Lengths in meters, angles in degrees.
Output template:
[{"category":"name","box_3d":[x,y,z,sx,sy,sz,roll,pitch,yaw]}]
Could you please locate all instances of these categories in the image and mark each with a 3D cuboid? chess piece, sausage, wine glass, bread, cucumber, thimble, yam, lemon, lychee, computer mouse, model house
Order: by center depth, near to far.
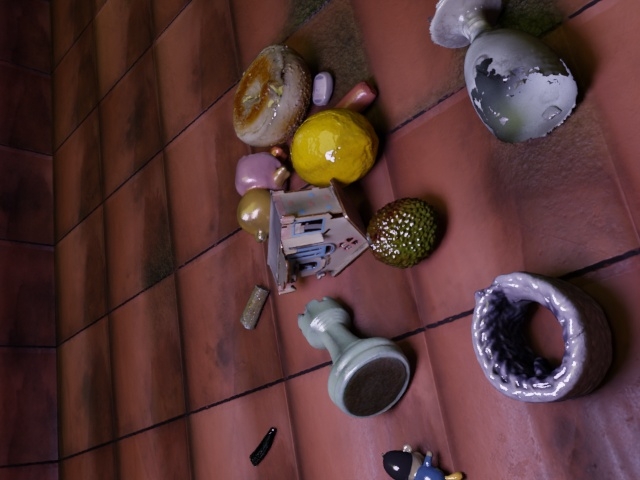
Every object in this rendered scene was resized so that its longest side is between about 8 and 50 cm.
[{"category":"thimble","box_3d":[0.402,0.176,1.182,0.217,0.157,0.245,-49,52,26]},{"category":"wine glass","box_3d":[0.365,-0.364,1.310,0.190,0.191,0.356,-44,49,32]},{"category":"lychee","box_3d":[0.190,-0.019,1.450,0.171,0.171,0.171,-11,74,45]},{"category":"chess piece","box_3d":[0.059,0.256,1.524,0.299,0.195,0.194,45,115,52]},{"category":"model house","box_3d":[0.000,0.000,1.615,0.326,0.244,0.169,99,153,-53]},{"category":"lemon","box_3d":[0.033,-0.227,1.616,0.260,0.204,0.204,-13,73,47]},{"category":"sausage","box_3d":[0.081,-0.352,1.692,0.154,0.062,0.062,-40,56,33]},{"category":"cucumber","box_3d":[-0.157,0.572,1.785,0.034,0.033,0.134,36,113,0]},{"category":"computer mouse","box_3d":[0.010,-0.422,1.799,0.066,0.039,0.096,10,97,48]},{"category":"bread","box_3d":[-0.131,-0.403,1.845,0.306,0.159,0.305,-30,52,49]},{"category":"yam","box_3d":[-0.193,0.193,1.883,0.054,0.054,0.132,38,109,44]}]

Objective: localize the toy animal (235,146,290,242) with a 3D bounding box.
[{"category":"toy animal","box_3d":[-0.162,-0.124,1.826,0.195,0.169,0.281,-27,63,44]}]

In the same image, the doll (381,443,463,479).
[{"category":"doll","box_3d":[0.212,0.494,1.379,0.179,0.089,0.101,17,96,23]}]
